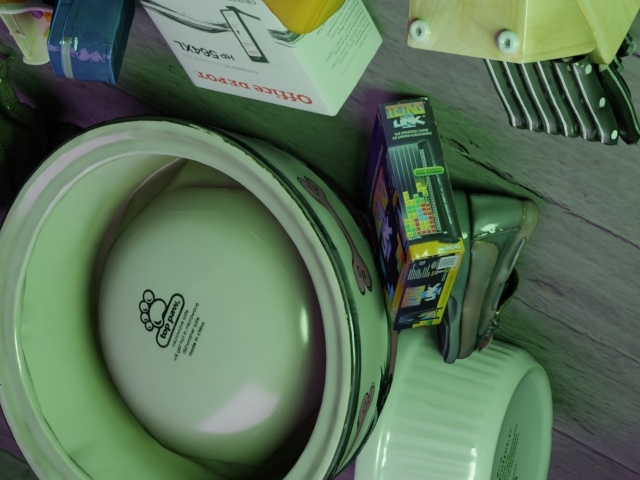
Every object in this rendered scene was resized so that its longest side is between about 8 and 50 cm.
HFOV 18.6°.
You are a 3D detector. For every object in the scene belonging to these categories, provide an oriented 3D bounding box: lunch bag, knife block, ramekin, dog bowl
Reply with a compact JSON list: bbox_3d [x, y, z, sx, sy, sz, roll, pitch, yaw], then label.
[{"bbox_3d":[-0.199,-0.188,1.677,0.065,0.098,0.067,9,155,3],"label":"lunch bag"},{"bbox_3d":[0.160,-0.193,1.243,0.088,0.242,0.275,13,108,35],"label":"knife block"},{"bbox_3d":[0.139,0.215,1.925,0.127,0.273,0.273,8,152,22],"label":"ramekin"},{"bbox_3d":[-0.108,0.082,1.808,0.408,0.408,0.150,18,-163,28],"label":"dog bowl"}]

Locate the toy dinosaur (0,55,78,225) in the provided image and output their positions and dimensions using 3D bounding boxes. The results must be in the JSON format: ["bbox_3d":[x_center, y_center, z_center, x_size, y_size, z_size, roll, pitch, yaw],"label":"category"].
[{"bbox_3d":[-0.334,-0.078,1.948,0.121,0.313,0.160,-23,104,33],"label":"toy dinosaur"}]

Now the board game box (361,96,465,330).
[{"bbox_3d":[0.075,-0.019,1.636,0.048,0.141,0.170,-10,158,-8],"label":"board game box"}]

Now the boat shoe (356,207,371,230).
[{"bbox_3d":[0.000,0.000,1.859,0.226,0.075,0.083,20,156,24],"label":"boat shoe"}]

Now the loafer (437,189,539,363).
[{"bbox_3d":[0.146,0.039,1.742,0.084,0.096,0.267,-5,154,0],"label":"loafer"}]

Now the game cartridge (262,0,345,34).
[{"bbox_3d":[-0.057,-0.297,1.192,0.285,0.053,0.323,48,161,5],"label":"game cartridge"}]

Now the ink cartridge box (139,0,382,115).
[{"bbox_3d":[-0.062,-0.196,1.490,0.148,0.086,0.203,15,153,34],"label":"ink cartridge box"}]

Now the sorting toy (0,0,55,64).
[{"bbox_3d":[-0.248,-0.198,1.794,0.075,0.045,0.083,13,153,22],"label":"sorting toy"}]
